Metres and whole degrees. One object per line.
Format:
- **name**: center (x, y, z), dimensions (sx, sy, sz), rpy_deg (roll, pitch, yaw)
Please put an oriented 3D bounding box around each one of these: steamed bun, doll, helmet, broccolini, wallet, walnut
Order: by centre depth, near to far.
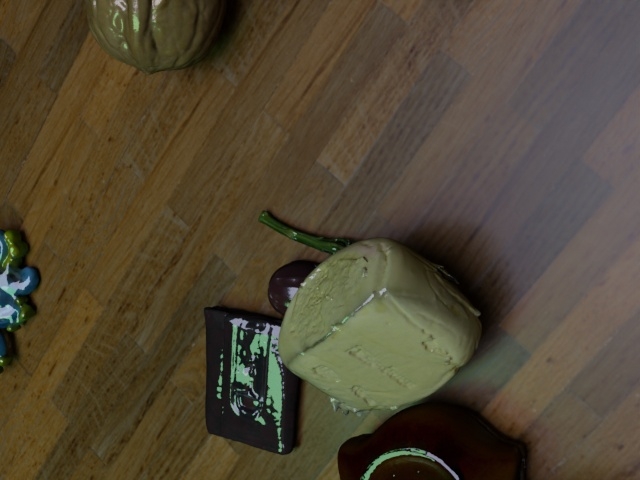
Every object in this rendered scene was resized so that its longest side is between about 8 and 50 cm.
- **steamed bun**: center (0.082, 0.117, 1.273), dimensions (0.273, 0.232, 0.166), rpy_deg (-42, 31, 36)
- **walnut**: center (-0.253, -0.386, 1.389), dimensions (0.225, 0.225, 0.261), rpy_deg (15, 103, 28)
- **broccolini**: center (0.000, 0.000, 1.394), dimensions (0.239, 0.051, 0.054), rpy_deg (23, 114, 33)
- **helmet**: center (-0.029, 0.082, 1.401), dimensions (0.123, 0.070, 0.098), rpy_deg (16, 104, 29)
- **wallet**: center (-0.116, 0.230, 1.487), dimensions (0.182, 0.049, 0.229), rpy_deg (8, 103, 26)
- **doll**: center (-0.696, 0.104, 1.792), dimensions (0.341, 0.099, 0.346), rpy_deg (-12, 96, 18)

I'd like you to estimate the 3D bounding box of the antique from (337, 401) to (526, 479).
- **antique**: center (0.156, 0.344, 1.297), dimensions (0.278, 0.129, 0.223), rpy_deg (3, 98, 28)
